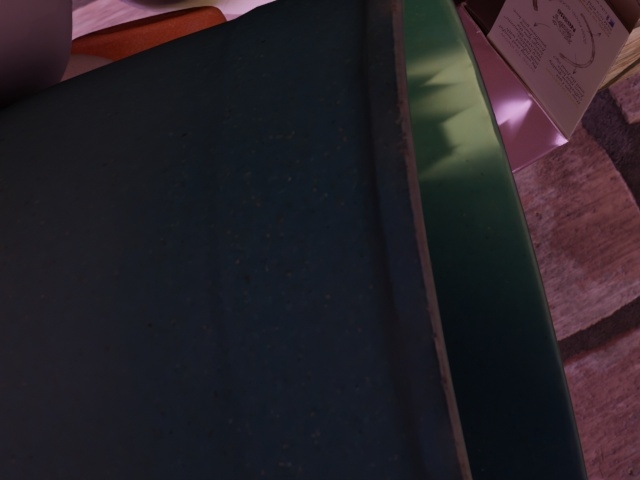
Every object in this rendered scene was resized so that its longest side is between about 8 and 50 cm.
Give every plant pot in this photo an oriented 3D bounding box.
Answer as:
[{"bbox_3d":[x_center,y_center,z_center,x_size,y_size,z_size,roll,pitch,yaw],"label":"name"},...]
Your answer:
[{"bbox_3d":[-0.059,0.078,0.462,0.255,0.271,0.271,-14,179,12],"label":"plant pot"}]

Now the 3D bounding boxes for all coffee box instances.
[{"bbox_3d":[0.127,-0.149,1.126,0.168,0.119,0.297,-31,-166,38],"label":"coffee box"}]

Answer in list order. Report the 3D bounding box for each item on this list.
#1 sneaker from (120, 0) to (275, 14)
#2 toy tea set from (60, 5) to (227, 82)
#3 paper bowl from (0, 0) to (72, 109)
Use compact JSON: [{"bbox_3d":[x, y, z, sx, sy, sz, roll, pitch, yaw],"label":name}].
[{"bbox_3d":[0.016,-0.189,0.708,0.292,0.108,0.169,-17,177,-2],"label":"sneaker"},{"bbox_3d":[-0.171,-0.021,0.733,0.336,0.124,0.200,-3,-163,38],"label":"toy tea set"},{"bbox_3d":[-0.191,-0.073,0.460,0.284,0.148,0.284,-28,177,-2],"label":"paper bowl"}]
